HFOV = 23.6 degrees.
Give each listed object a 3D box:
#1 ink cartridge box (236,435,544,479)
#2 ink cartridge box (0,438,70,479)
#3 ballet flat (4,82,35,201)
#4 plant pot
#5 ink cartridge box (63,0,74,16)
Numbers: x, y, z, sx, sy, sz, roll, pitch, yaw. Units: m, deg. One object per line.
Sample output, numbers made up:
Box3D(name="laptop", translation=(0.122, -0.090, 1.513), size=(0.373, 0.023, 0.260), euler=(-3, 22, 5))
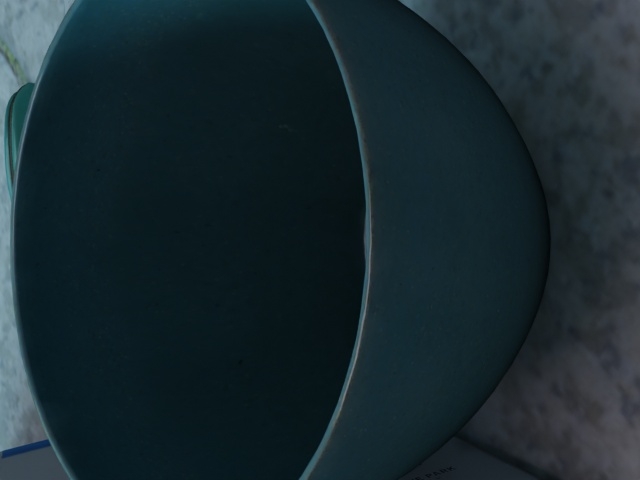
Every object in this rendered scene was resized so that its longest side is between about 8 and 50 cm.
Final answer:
Box3D(name="ink cartridge box", translation=(0.015, 0.260, 0.877), size=(0.272, 0.130, 0.309), euler=(22, 115, 48))
Box3D(name="ink cartridge box", translation=(-0.271, 0.262, 1.150), size=(0.307, 0.223, 0.129), euler=(-39, 69, 48))
Box3D(name="ballet flat", translation=(-0.166, 0.009, 1.095), size=(0.087, 0.083, 0.247), euler=(0, 99, 26))
Box3D(name="plant pot", translation=(0.000, 0.000, 0.768), size=(0.290, 0.195, 0.290), euler=(-1, 89, 50))
Box3D(name="ink cartridge box", translation=(-0.118, -0.255, 1.000), size=(0.189, 0.066, 0.232), euler=(-46, 42, 46))
